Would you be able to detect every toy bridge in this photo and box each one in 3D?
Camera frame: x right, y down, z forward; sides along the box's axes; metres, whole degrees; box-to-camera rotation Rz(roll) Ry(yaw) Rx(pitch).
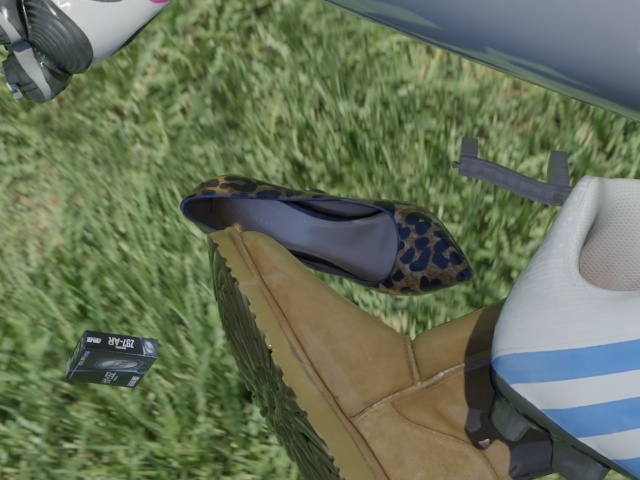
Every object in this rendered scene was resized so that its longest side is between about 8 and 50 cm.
[{"bbox_3d":[0.209,-0.055,1.404,0.188,0.063,0.026,7,124,1],"label":"toy bridge"}]

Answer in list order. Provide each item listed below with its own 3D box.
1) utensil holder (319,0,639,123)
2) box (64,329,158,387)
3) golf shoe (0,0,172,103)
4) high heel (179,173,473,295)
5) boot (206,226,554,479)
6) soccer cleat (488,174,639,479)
[{"bbox_3d":[0.162,-0.219,0.761,0.385,0.327,0.328,13,80,-35],"label":"utensil holder"},{"bbox_3d":[-0.187,0.106,1.420,0.067,0.083,0.018,9,63,-19],"label":"box"},{"bbox_3d":[-0.149,-0.192,0.907,0.120,0.105,0.273,-26,50,4],"label":"golf shoe"},{"bbox_3d":[0.000,0.000,1.478,0.261,0.186,0.093,23,106,45],"label":"high heel"},{"bbox_3d":[0.095,0.051,0.923,0.269,0.089,0.236,-20,59,-18],"label":"boot"},{"bbox_3d":[0.202,0.075,0.647,0.331,0.116,0.143,31,107,41],"label":"soccer cleat"}]
